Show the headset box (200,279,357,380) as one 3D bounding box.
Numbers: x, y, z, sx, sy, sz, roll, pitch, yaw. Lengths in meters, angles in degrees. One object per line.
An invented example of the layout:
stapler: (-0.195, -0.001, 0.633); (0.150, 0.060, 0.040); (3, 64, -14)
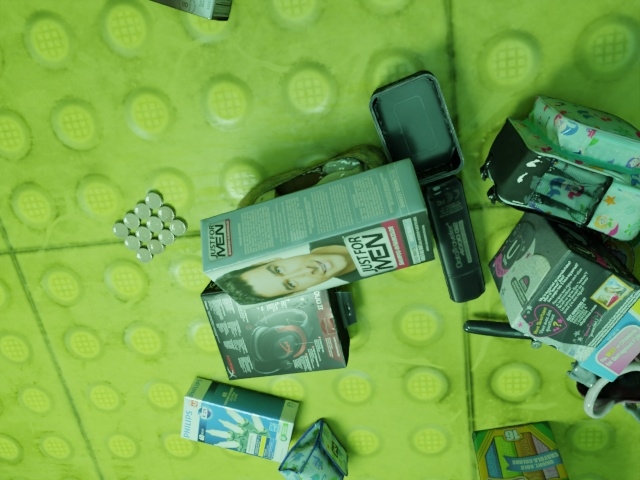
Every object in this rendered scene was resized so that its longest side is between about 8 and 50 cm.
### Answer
headset box: (-0.073, 0.165, 1.099); (0.294, 0.110, 0.217); (-10, 111, 12)

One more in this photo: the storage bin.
storage bin: (0.171, -0.197, 0.928); (0.122, 0.084, 0.180); (-19, 108, 16)

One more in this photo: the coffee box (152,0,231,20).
coffee box: (-0.203, -0.505, 0.846); (0.141, 0.098, 0.246); (19, 114, 0)

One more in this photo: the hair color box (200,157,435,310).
hair color box: (0.000, 0.000, 0.921); (0.375, 0.113, 0.185); (-15, 149, 9)

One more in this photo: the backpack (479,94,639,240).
backpack: (0.423, -0.116, 0.851); (0.254, 0.225, 0.191); (23, 119, -6)

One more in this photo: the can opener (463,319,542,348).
can opener: (0.392, 0.184, 1.078); (0.186, 0.073, 0.059); (-1, 151, 12)

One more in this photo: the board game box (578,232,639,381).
board game box: (0.534, 0.048, 0.892); (0.064, 0.242, 0.316); (27, 113, -2)

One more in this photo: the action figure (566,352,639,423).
action figure: (0.678, 0.278, 0.964); (0.370, 0.276, 0.248); (35, 107, 8)

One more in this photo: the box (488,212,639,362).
box: (0.409, 0.062, 0.911); (0.142, 0.247, 0.163); (27, 113, -2)

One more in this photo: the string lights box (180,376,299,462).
string lights box: (-0.193, 0.429, 1.244); (0.260, 0.076, 0.133); (12, 115, 3)

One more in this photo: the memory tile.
memory tile: (-0.366, -0.025, 1.116); (0.148, 0.012, 0.113); (-36, 103, 19)

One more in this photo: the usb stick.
usb stick: (0.258, 0.005, 0.992); (0.077, 0.045, 0.277); (-21, 120, 2)

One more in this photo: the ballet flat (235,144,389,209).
ballet flat: (-0.035, -0.079, 0.990); (0.349, 0.123, 0.123); (-23, 107, 17)

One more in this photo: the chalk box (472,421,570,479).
chalk box: (0.440, 0.556, 1.089); (0.179, 0.289, 0.180); (-14, 110, 14)

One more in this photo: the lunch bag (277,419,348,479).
lunch bag: (-0.002, 0.521, 1.220); (0.096, 0.151, 0.128); (-17, 113, 42)
